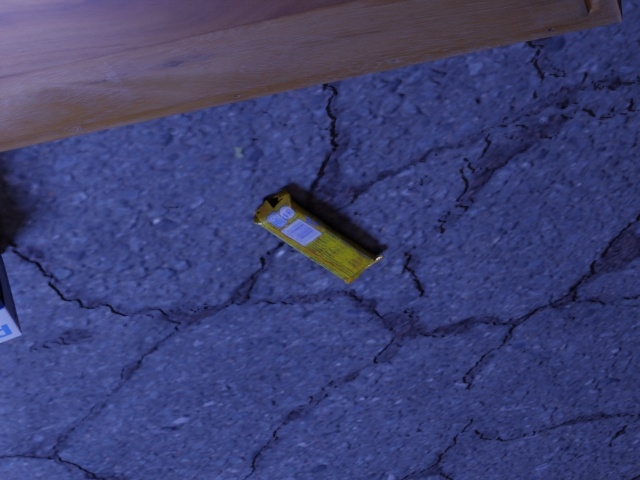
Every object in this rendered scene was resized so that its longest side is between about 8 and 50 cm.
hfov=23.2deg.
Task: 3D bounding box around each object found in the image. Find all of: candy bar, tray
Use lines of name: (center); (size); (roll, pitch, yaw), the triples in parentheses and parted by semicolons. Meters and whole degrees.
candy bar: (0.000, 0.000, 1.274); (0.040, 0.018, 0.161); (-36, 144, 16)
tray: (-0.072, -0.148, 0.778); (0.410, 0.076, 0.203); (-11, 150, 15)

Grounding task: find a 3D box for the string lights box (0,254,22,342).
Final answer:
string lights box: (-0.305, -0.005, 1.040); (0.133, 0.077, 0.260); (-21, 147, -3)
